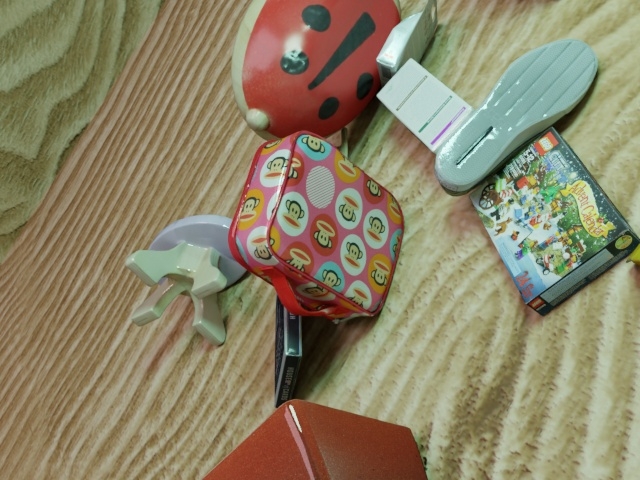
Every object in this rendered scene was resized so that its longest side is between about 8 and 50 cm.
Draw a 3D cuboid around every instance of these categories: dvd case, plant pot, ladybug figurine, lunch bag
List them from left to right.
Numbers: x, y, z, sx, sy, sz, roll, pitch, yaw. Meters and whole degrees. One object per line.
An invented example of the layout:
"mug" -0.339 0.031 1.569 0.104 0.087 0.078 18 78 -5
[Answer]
"dvd case" -0.056 0.137 1.317 0.179 0.030 0.238 102 170 -50
"lunch bag" 0.000 0.000 1.215 0.120 0.293 0.258 -9 56 42
"plant pot" 0.004 0.388 0.957 0.267 0.267 0.235 -45 49 17
"ladybug figurine" 0.012 -0.361 1.453 0.162 0.305 0.449 -1 49 50

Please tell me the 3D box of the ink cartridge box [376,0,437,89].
"ink cartridge box" 0.163 -0.370 1.440 0.045 0.145 0.179 22 80 14

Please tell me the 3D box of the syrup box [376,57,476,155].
"syrup box" 0.196 -0.209 1.309 0.096 0.093 0.237 -47 36 13

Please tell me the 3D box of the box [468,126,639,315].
"box" 0.313 -0.032 1.071 0.159 0.044 0.233 -42 38 22

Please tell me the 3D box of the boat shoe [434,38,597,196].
"boat shoe" 0.285 -0.184 1.169 0.302 0.094 0.109 -40 79 -3

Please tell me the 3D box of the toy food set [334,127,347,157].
"toy food set" 0.001 -0.129 1.543 0.192 0.039 0.132 -38 32 34

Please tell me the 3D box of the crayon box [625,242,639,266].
"crayon box" 0.433 -0.038 0.794 0.202 0.081 0.318 -55 -9 5

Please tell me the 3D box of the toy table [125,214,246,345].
"toy table" -0.263 0.076 1.548 0.274 0.252 0.161 -38 21 39
